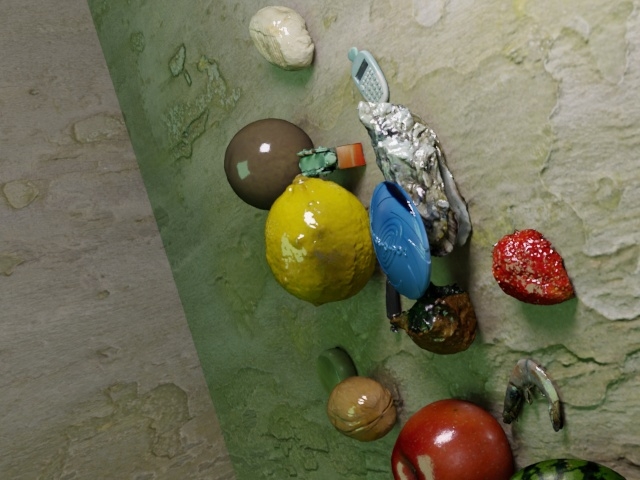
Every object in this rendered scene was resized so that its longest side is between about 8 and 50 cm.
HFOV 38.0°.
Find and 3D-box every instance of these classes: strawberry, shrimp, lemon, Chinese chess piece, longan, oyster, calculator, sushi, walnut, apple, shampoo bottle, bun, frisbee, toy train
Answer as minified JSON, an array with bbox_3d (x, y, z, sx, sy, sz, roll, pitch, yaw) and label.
[{"bbox_3d":[0.373,0.063,1.669,0.187,0.082,0.147,38,145,43],"label":"strawberry"},{"bbox_3d":[0.411,0.327,1.798,0.148,0.035,0.195,47,143,38],"label":"shrimp"},{"bbox_3d":[0.000,0.000,2.160,0.268,0.268,0.322,34,136,53],"label":"lemon"},{"bbox_3d":[0.045,0.363,2.519,0.144,0.058,0.144,43,143,45],"label":"Chinese chess piece"},{"bbox_3d":[-0.118,-0.188,2.330,0.248,0.248,0.248,42,141,47],"label":"longan"},{"bbox_3d":[0.180,-0.132,1.863,0.162,0.158,0.351,-28,92,29],"label":"oyster"},{"bbox_3d":[0.103,-0.354,2.003,0.153,0.021,0.095,63,152,19],"label":"calculator"},{"bbox_3d":[0.239,0.149,1.907,0.140,0.149,0.287,41,173,-8],"label":"sushi"},{"bbox_3d":[0.103,0.421,2.326,0.197,0.165,0.165,172,82,-72],"label":"walnut"},{"bbox_3d":[0.271,0.463,1.948,0.260,0.216,0.260,43,140,51],"label":"apple"},{"bbox_3d":[0.169,0.152,2.173,0.048,0.027,0.137,37,137,54],"label":"shampoo bottle"},{"bbox_3d":[-0.085,-0.484,2.213,0.188,0.111,0.164,31,149,50],"label":"bun"},{"bbox_3d":[0.144,0.003,1.826,0.242,0.045,0.242,164,90,-70],"label":"frisbee"},{"bbox_3d":[0.018,-0.187,2.177,0.176,0.118,0.074,178,82,-68],"label":"toy train"}]

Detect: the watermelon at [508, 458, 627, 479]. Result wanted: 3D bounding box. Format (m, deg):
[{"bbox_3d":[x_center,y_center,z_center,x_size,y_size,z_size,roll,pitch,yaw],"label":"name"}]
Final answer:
[{"bbox_3d":[0.427,0.514,1.588,0.285,0.285,0.285,42,141,47],"label":"watermelon"}]
